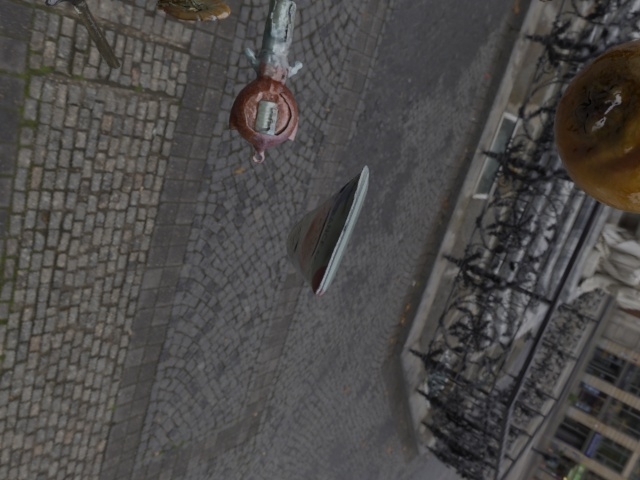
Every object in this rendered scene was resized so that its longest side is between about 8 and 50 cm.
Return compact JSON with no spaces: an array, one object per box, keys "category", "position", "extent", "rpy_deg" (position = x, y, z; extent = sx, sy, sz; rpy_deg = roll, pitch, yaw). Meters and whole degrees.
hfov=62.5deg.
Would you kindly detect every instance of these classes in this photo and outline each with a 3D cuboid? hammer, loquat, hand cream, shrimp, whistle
[{"category":"hammer","position":[-0.512,-0.475,1.197],"extent":[0.125,0.027,0.297],"rpy_deg":[-35,171,-12]},{"category":"loquat","position":[0.611,-0.210,0.985],"extent":[0.328,0.328,0.328],"rpy_deg":[-35,139,-38]},{"category":"hand cream","position":[0.000,0.000,0.620],"extent":[0.341,0.078,0.124],"rpy_deg":[138,-26,-84]},{"category":"shrimp","position":[-0.350,-0.609,1.394],"extent":[0.053,0.236,0.133],"rpy_deg":[85,28,-51]},{"category":"whistle","position":[-0.109,-0.339,1.148],"extent":[0.133,0.142,0.346],"rpy_deg":[-57,159,-76]}]

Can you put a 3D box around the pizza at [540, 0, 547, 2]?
[{"category":"pizza","position":[0.497,-0.587,0.979],"extent":[0.085,0.161,0.305],"rpy_deg":[-50,166,-39]}]
